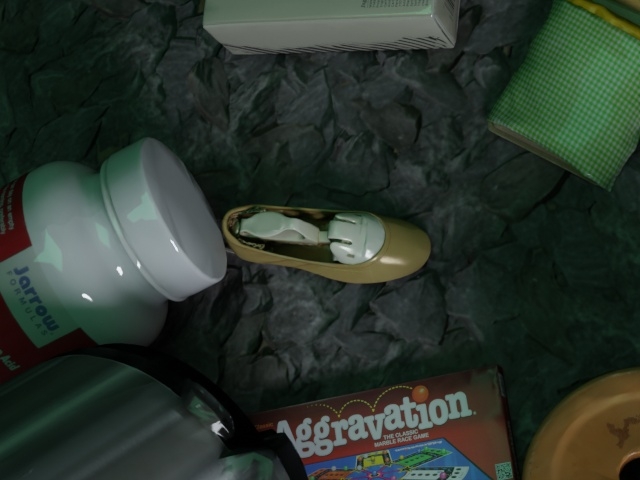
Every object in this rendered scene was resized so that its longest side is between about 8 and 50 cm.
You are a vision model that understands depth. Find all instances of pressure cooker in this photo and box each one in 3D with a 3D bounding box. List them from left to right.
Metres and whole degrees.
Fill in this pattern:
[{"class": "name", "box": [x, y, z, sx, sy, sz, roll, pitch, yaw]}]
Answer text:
[{"class": "pressure cooker", "box": [-0.226, 0.297, 1.391, 0.370, 0.420, 0.375, 29, 121, 20]}]

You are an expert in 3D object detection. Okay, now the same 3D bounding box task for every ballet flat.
[{"class": "ballet flat", "box": [0.000, 0.000, 1.564, 0.232, 0.073, 0.080, 2, 72, 19]}]

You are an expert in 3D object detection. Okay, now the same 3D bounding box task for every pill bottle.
[{"class": "pill bottle", "box": [-0.317, 0.056, 1.587, 0.408, 0.229, 0.229, -27, 67, 14]}]

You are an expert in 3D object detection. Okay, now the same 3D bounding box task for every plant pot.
[{"class": "plant pot", "box": [0.297, 0.244, 1.267, 0.291, 0.203, 0.290, -14, 52, 19]}]

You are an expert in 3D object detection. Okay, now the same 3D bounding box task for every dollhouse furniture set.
[{"class": "dollhouse furniture set", "box": [0.315, -0.155, 1.446, 0.301, 0.151, 0.197, 30, 87, 26]}]

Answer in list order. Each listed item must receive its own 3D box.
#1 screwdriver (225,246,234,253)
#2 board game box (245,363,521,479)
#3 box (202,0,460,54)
[{"class": "screwdriver", "box": [-0.133, 0.005, 1.653, 0.170, 0.024, 0.025, 22, 113, 18]}, {"class": "board game box", "box": [0.061, 0.225, 1.508, 0.281, 0.027, 0.145, -14, 69, 17]}, {"class": "box", "box": [0.014, -0.275, 1.629, 0.275, 0.094, 0.113, 2, 76, 22]}]
